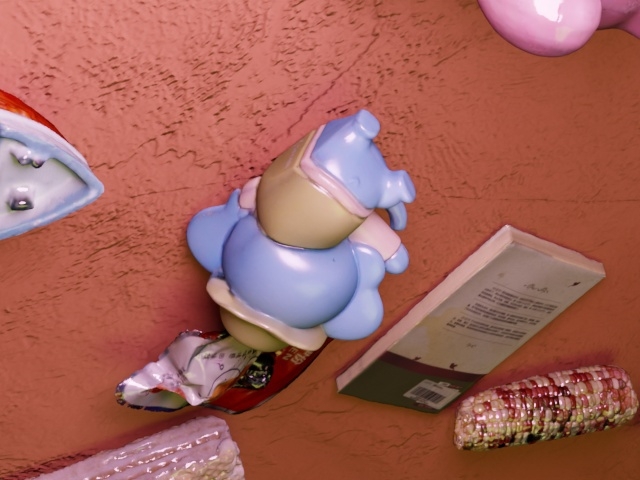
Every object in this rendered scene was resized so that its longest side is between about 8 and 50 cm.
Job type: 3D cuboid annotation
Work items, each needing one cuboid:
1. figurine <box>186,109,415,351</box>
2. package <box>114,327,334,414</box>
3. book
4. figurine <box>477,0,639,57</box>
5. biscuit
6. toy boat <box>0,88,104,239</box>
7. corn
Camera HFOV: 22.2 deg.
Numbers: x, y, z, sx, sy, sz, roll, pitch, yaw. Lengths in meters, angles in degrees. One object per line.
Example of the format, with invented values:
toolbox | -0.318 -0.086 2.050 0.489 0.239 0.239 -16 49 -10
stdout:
figurine | -0.002 0.001 1.531 0.180 0.154 0.262 25 127 -35
package | -0.096 0.130 1.723 0.194 0.071 0.269 -30 166 27
book | 0.173 0.101 1.876 0.289 0.026 0.201 -43 142 24
figurine | 0.185 -0.269 1.254 0.270 0.261 0.211 -3 113 -26
biscuit | -0.290 0.313 1.829 0.426 0.078 0.144 -19 145 -8
toy boat | -0.335 -0.043 1.281 0.332 0.133 0.145 -5 140 -27
corn | 0.277 0.211 2.039 0.253 0.086 0.086 -9 143 -18
